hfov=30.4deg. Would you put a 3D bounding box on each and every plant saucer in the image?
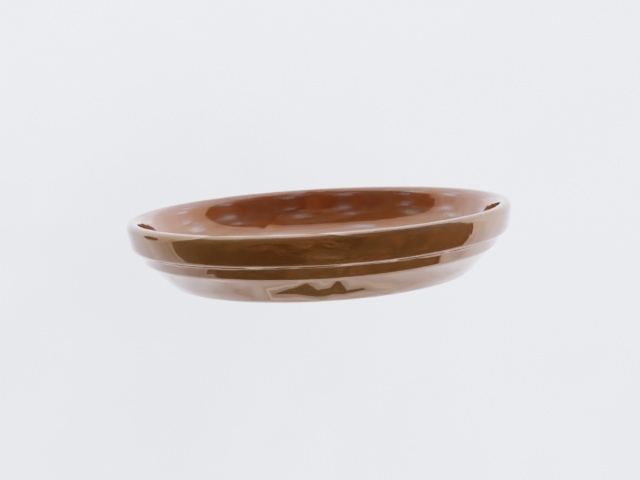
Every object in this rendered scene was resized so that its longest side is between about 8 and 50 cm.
[{"bbox_3d":[0.000,0.000,0.617,0.199,0.200,0.037,-3,-81,4],"label":"plant saucer"}]
